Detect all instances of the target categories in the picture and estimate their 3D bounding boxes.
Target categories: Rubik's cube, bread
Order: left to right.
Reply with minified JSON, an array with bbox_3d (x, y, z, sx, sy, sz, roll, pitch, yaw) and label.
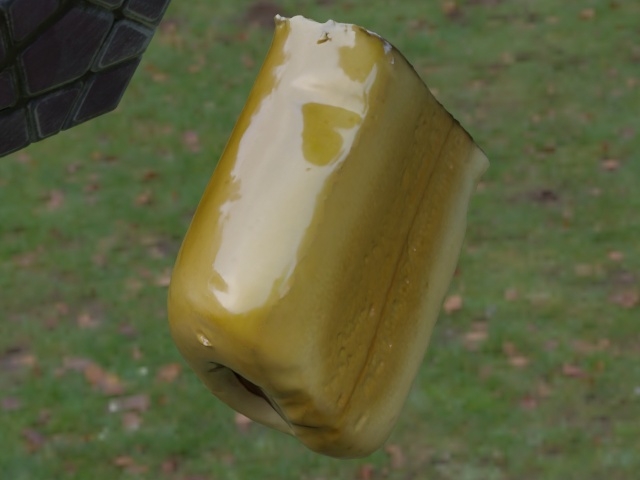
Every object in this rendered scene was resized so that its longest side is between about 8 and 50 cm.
[{"bbox_3d":[-0.244,-0.203,1.126,0.264,0.319,0.319,10,8,-32],"label":"Rubik's cube"},{"bbox_3d":[-0.002,0.000,0.749,0.085,0.134,0.173,7,64,37],"label":"bread"}]
